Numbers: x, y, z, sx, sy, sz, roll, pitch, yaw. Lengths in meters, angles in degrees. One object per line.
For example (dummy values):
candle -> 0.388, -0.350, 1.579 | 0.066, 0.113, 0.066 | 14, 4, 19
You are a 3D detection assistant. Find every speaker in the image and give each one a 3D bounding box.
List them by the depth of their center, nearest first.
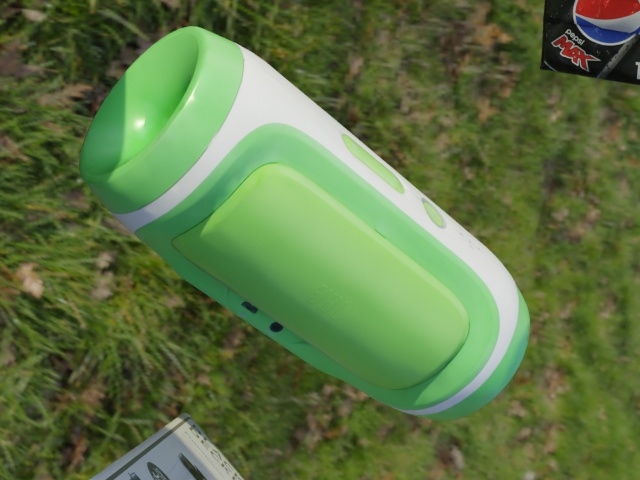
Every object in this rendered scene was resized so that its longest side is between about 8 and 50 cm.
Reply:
speaker -> 0.000, 0.000, 0.745 | 0.296, 0.131, 0.131 | 37, 75, -31

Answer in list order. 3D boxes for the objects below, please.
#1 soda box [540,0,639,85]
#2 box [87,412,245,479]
soda box -> 0.149, -0.125, 0.522 | 0.169, 0.060, 0.053 | -47, 143, -48
box -> -0.130, 0.199, 0.684 | 0.169, 0.290, 0.087 | -43, 87, 0
